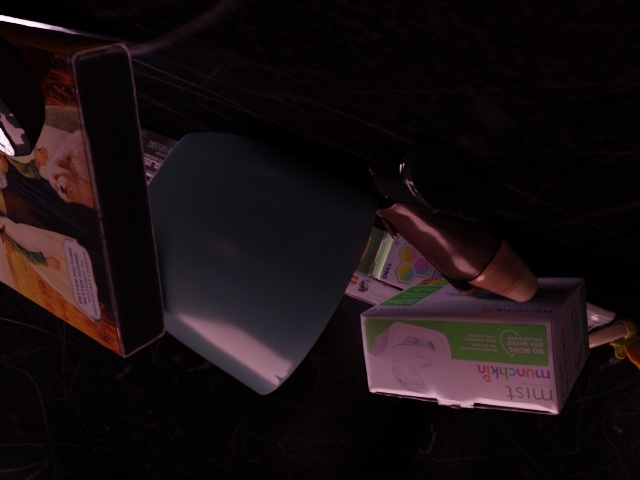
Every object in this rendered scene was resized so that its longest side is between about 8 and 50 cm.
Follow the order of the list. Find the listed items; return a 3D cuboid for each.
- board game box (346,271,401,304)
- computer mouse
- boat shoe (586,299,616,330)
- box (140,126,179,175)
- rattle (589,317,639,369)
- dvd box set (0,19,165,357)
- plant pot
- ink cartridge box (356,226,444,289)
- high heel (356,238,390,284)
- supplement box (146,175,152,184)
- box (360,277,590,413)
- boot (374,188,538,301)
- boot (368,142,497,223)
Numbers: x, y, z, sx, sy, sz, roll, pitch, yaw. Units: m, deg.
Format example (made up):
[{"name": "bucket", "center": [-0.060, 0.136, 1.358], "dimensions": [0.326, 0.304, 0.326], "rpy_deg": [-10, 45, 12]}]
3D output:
[{"name": "board game box", "center": [0.083, 0.112, 1.415], "dimensions": [0.193, 0.053, 0.305], "rpy_deg": [25, 174, -21]}, {"name": "computer mouse", "center": [-0.308, -0.172, 0.452], "dimensions": [0.262, 0.060, 0.184], "rpy_deg": [22, 144, 37]}, {"name": "boat shoe", "center": [0.524, 0.161, 1.159], "dimensions": [0.079, 0.081, 0.227], "rpy_deg": [21, 179, 5]}, {"name": "box", "center": [-0.342, -0.171, 1.152], "dimensions": [0.307, 0.076, 0.242], "rpy_deg": [21, 178, -2]}, {"name": "rattle", "center": [0.578, 0.250, 1.195], "dimensions": [0.142, 0.200, 0.130], "rpy_deg": [62, -158, 3]}, {"name": "dvd box set", "center": [-0.347, -0.083, 0.627], "dimensions": [0.420, 0.307, 0.062], "rpy_deg": [21, -147, 30]}, {"name": "plant pot", "center": [-0.107, 0.005, 0.709], "dimensions": [0.235, 0.293, 0.293], "rpy_deg": [30, 177, -9]}, {"name": "ink cartridge box", "center": [0.176, 0.046, 1.259], "dimensions": [0.209, 0.109, 0.062], "rpy_deg": [22, 178, -19]}, {"name": "high heel", "center": [0.195, 0.079, 1.562], "dimensions": [0.377, 0.127, 0.181], "rpy_deg": [17, 167, 8]}, {"name": "supplement box", "center": [-0.412, -0.157, 1.563], "dimensions": [0.194, 0.129, 0.191], "rpy_deg": [21, 178, -7]}, {"name": "box", "center": [0.228, 0.139, 0.825], "dimensions": [0.262, 0.126, 0.231], "rpy_deg": [-3, -173, 35]}, {"name": "boot", "center": [0.155, -0.009, 0.747], "dimensions": [0.207, 0.090, 0.248], "rpy_deg": [34, 180, -7]}, {"name": "boot", "center": [0.080, -0.051, 0.480], "dimensions": [0.121, 0.045, 0.099], "rpy_deg": [22, -179, -41]}]
